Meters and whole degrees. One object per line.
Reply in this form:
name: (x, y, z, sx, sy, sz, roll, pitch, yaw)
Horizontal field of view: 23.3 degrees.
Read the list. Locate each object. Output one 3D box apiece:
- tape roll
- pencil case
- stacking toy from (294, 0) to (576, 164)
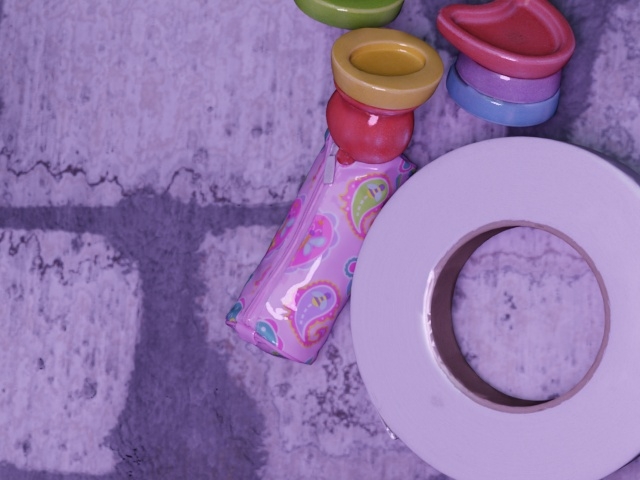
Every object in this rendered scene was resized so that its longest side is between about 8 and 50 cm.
tape roll: (0.218, 0.082, 1.674, 0.392, 0.072, 0.392, 1, 92, 26)
pencil case: (0.000, 0.000, 1.774, 0.124, 0.124, 0.284, 27, 87, 19)
stacking toy: (0.109, -0.209, 1.757, 0.309, 0.130, 0.279, -11, 44, -26)
